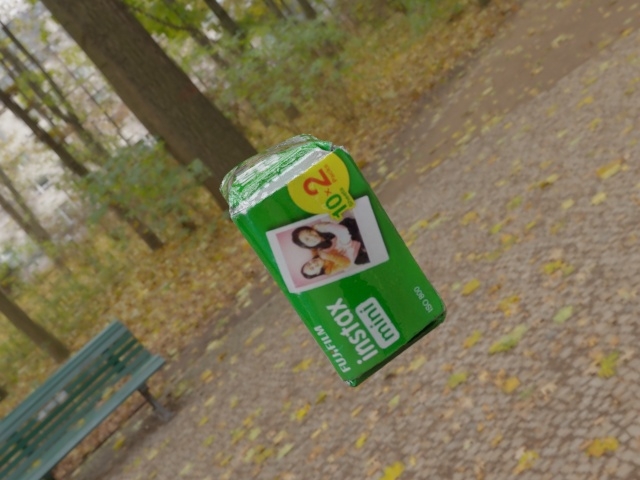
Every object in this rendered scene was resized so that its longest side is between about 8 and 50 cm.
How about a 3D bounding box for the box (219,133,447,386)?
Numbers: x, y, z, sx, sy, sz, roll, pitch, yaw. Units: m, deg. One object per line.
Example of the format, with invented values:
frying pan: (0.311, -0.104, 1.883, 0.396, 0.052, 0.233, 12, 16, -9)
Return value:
box: (0.000, 0.000, 0.716, 0.103, 0.180, 0.250, -35, 11, 0)
